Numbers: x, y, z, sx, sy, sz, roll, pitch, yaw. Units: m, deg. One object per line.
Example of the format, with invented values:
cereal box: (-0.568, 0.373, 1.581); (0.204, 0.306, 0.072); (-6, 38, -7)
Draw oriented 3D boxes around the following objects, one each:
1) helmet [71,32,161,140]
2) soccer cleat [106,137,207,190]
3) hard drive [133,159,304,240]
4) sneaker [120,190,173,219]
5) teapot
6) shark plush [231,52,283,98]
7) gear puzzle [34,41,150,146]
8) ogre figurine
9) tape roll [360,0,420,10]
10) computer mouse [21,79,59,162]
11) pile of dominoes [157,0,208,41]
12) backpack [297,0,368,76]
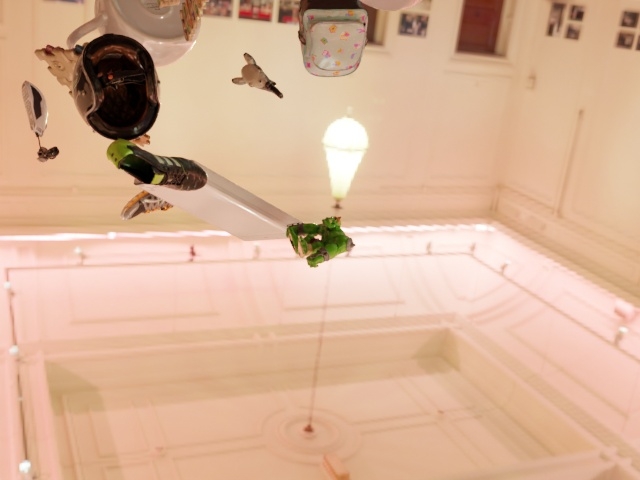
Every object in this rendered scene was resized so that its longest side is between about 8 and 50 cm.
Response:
helmet: (-0.365, -0.267, 1.377); (0.170, 0.161, 0.169); (7, -120, -12)
soccer cleat: (-0.254, -0.107, 1.216); (0.179, 0.060, 0.072); (18, -155, -38)
hard drive: (-0.239, -0.087, 1.845); (0.233, 0.047, 0.353); (-3, 155, 45)
sneaker: (-0.430, -0.109, 2.032); (0.215, 0.083, 0.084); (-36, -168, -23)
teapot: (-0.412, -0.487, 1.760); (0.256, 0.187, 0.252); (26, -125, -20)
shark plush: (-0.123, -0.356, 1.672); (0.067, 0.073, 0.161); (11, -167, -44)
gear puzzle: (-0.467, -0.318, 1.707); (0.176, 0.044, 0.339); (6, 152, 24)
ogre figurine: (0.000, 0.000, 1.715); (0.118, 0.096, 0.197); (-15, -175, -14)
tape roll: (0.137, -0.564, 1.496); (0.219, 0.219, 0.072); (2, 172, -15)
computer mouse: (-0.648, -0.278, 1.781); (0.042, 0.192, 0.106); (-14, -176, -32)
pile of dominoes: (-0.255, -0.472, 1.346); (0.040, 0.195, 0.251); (-17, -179, -18)
backpack: (0.030, -0.482, 1.850); (0.166, 0.188, 0.144); (-5, -129, -8)
